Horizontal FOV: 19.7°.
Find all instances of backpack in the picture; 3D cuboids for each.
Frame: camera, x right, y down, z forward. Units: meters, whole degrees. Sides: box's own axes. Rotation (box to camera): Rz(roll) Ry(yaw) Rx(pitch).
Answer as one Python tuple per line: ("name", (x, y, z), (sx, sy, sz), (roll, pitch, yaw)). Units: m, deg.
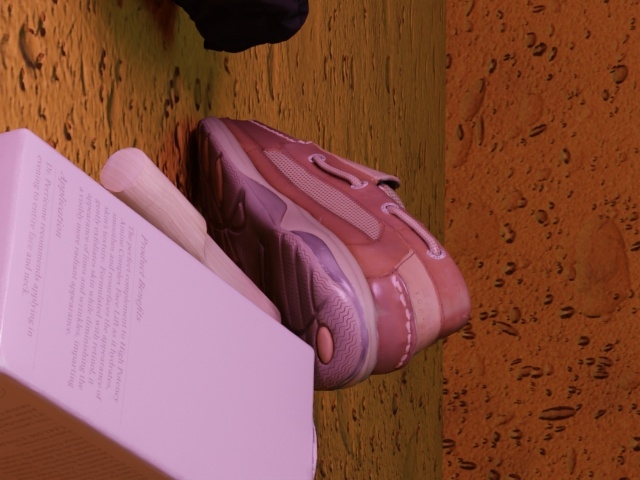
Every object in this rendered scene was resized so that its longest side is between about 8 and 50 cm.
("backpack", (-0.051, -0.233, 1.221), (0.152, 0.115, 0.182), (58, 31, -67))

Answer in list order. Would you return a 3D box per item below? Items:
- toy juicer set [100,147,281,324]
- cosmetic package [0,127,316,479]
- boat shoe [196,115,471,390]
("toy juicer set", (-0.122, 0.073, 0.968), (0.209, 0.089, 0.329), (63, 27, -30))
("cosmetic package", (-0.095, 0.060, 0.820), (0.231, 0.085, 0.117), (43, 40, -46))
("boat shoe", (0.000, 0.000, 1.227), (0.324, 0.116, 0.123), (-129, -147, -56))
